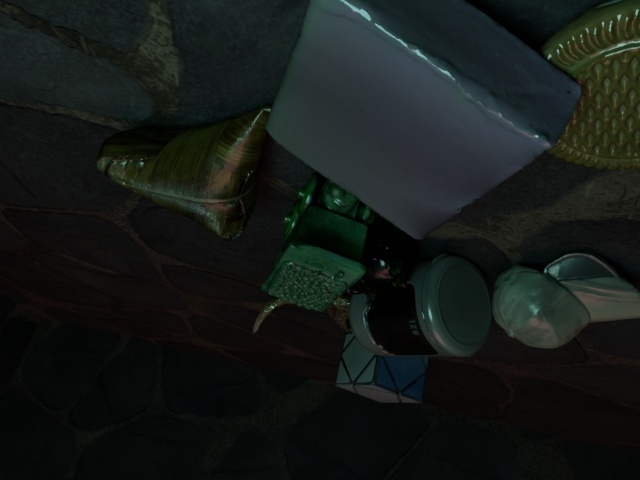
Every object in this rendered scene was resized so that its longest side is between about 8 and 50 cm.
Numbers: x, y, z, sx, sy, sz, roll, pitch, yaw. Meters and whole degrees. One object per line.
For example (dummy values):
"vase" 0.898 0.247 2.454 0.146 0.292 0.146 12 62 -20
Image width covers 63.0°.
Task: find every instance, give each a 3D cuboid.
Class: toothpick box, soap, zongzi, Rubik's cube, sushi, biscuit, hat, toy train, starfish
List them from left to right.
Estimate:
"zongzi" -0.221 -0.158 0.867 0.286 0.134 0.288 22 141 -5
"toy train" 0.000 0.000 0.960 0.145 0.201 0.266 21 152 -9
"starfish" 0.009 0.213 1.491 0.398 0.132 0.384 5 164 -10
"sushi" 0.095 0.047 1.096 0.124 0.127 0.225 29 153 -28
"Rubik's cube" 0.199 0.390 1.653 0.205 0.205 0.207 28 151 -26
"soap" 0.089 -0.152 0.627 0.285 0.107 0.296 35 155 -5
"toothpick box" 0.208 0.154 1.181 0.229 0.229 0.316 29 153 -28
"hat" 0.483 0.134 1.034 0.275 0.161 0.232 -2 154 25
"biscuit" 0.351 -0.165 0.569 0.259 0.079 0.259 12 153 6
